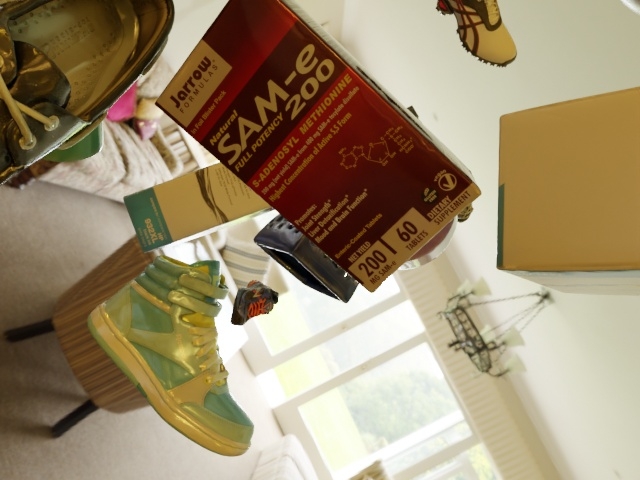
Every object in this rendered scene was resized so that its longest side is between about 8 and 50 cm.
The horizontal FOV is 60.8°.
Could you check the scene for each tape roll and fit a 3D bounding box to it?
[{"bbox_3d":[0.131,-0.049,0.907,0.189,0.189,0.080,63,9,18],"label":"tape roll"}]

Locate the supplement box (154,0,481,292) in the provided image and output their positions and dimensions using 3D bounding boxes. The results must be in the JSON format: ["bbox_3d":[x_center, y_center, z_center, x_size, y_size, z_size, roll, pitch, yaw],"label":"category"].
[{"bbox_3d":[0.001,-0.084,0.455,0.239,0.130,0.073,41,21,-8],"label":"supplement box"}]

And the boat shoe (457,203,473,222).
[{"bbox_3d":[0.386,-0.099,1.486,0.081,0.079,0.227,60,7,16],"label":"boat shoe"}]

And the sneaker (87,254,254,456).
[{"bbox_3d":[-0.177,0.150,0.818,0.319,0.208,0.127,42,-1,8],"label":"sneaker"}]

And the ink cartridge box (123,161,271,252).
[{"bbox_3d":[-0.237,-0.088,1.209,0.223,0.307,0.129,-56,126,-87],"label":"ink cartridge box"}]

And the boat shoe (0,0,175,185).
[{"bbox_3d":[-0.211,-0.115,0.382,0.114,0.091,0.302,60,39,-40],"label":"boat shoe"}]

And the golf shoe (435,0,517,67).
[{"bbox_3d":[0.361,-0.516,1.241,0.273,0.105,0.120,47,-18,-5],"label":"golf shoe"}]

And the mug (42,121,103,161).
[{"bbox_3d":[-0.446,-0.202,0.920,0.158,0.129,0.097,-53,162,-52],"label":"mug"}]

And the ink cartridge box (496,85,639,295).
[{"bbox_3d":[0.369,-0.040,0.690,0.270,0.197,0.198,17,74,-49],"label":"ink cartridge box"}]

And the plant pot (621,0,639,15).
[{"bbox_3d":[0.840,-0.617,1.261,0.284,0.284,0.191,65,9,-77],"label":"plant pot"}]

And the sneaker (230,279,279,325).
[{"bbox_3d":[-0.161,0.155,1.361,0.221,0.087,0.083,-51,155,-70],"label":"sneaker"}]

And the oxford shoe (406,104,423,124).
[{"bbox_3d":[0.082,-0.109,0.815,0.096,0.227,0.083,55,-17,-4],"label":"oxford shoe"}]

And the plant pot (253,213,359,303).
[{"bbox_3d":[0.000,0.000,1.452,0.236,0.212,0.236,43,-14,-31],"label":"plant pot"}]
